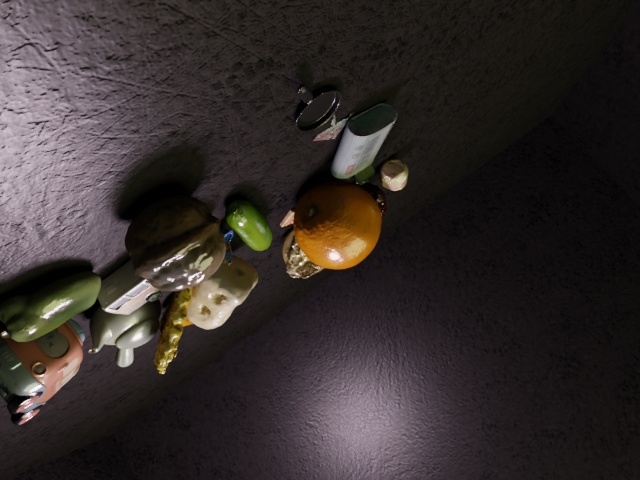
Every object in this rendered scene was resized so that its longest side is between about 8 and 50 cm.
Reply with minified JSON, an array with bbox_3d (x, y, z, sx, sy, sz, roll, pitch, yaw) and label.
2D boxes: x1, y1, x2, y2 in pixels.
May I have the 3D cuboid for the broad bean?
[{"bbox_3d":[-0.611,0.150,1.037,0.228,0.100,0.169,-31,174,-26],"label":"broad bean"}]

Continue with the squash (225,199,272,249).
[{"bbox_3d":[-0.208,-0.038,1.386,0.101,0.101,0.378,-35,163,-6],"label":"squash"}]

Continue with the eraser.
[{"bbox_3d":[0.127,-0.295,1.368,0.174,0.081,0.227,-36,167,-24],"label":"eraser"}]

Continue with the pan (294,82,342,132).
[{"bbox_3d":[-0.018,-0.316,1.042,0.136,0.028,0.235,-38,170,8],"label":"pan"}]

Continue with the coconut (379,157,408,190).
[{"bbox_3d":[0.293,-0.263,1.827,0.116,0.116,0.122,-36,162,-1],"label":"coconut"}]

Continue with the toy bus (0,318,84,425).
[{"bbox_3d":[-0.709,0.303,1.133,0.232,0.194,0.287,-35,170,-44],"label":"toy bus"}]

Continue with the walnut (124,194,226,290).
[{"bbox_3d":[-0.320,0.005,1.025,0.224,0.224,0.224,-34,167,-9],"label":"walnut"}]

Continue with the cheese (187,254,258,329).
[{"bbox_3d":[-0.330,0.158,1.511,0.251,0.174,0.247,-53,-176,30],"label":"cheese"}]

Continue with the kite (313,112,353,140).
[{"bbox_3d":[0.035,-0.311,1.241,0.139,0.011,0.156,-37,167,-7],"label":"kite"}]

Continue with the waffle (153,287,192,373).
[{"bbox_3d":[-0.437,0.226,1.359,0.060,0.307,0.311,17,119,-20],"label":"waffle"}]

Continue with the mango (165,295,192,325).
[{"bbox_3d":[-0.460,0.232,1.631,0.252,0.126,0.154,-38,159,20],"label":"mango"}]

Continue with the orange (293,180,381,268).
[{"bbox_3d":[0.054,-0.055,1.542,0.312,0.312,0.312,-34,167,-9],"label":"orange"}]

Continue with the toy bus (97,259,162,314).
[{"bbox_3d":[-0.428,0.066,1.211,0.343,0.097,0.138,-36,160,5],"label":"toy bus"}]

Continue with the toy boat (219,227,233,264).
[{"bbox_3d":[-0.300,0.030,1.363,0.175,0.110,0.091,-47,166,33],"label":"toy boat"}]

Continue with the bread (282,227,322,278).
[{"bbox_3d":[0.000,0.000,1.832,0.316,0.211,0.270,-32,176,19],"label":"bread"}]

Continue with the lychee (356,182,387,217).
[{"bbox_3d":[0.183,-0.146,1.830,0.188,0.188,0.188,-34,167,-9],"label":"lychee"}]

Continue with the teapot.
[{"bbox_3d":[-0.579,0.266,1.395,0.220,0.149,0.318,-30,165,-17],"label":"teapot"}]

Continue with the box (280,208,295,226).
[{"bbox_3d":[-0.105,-0.086,1.652,0.058,0.015,0.093,-21,160,-42],"label":"box"}]

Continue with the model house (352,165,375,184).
[{"bbox_3d":[0.152,-0.243,1.684,0.079,0.066,0.083,-44,-174,-11],"label":"model house"}]
